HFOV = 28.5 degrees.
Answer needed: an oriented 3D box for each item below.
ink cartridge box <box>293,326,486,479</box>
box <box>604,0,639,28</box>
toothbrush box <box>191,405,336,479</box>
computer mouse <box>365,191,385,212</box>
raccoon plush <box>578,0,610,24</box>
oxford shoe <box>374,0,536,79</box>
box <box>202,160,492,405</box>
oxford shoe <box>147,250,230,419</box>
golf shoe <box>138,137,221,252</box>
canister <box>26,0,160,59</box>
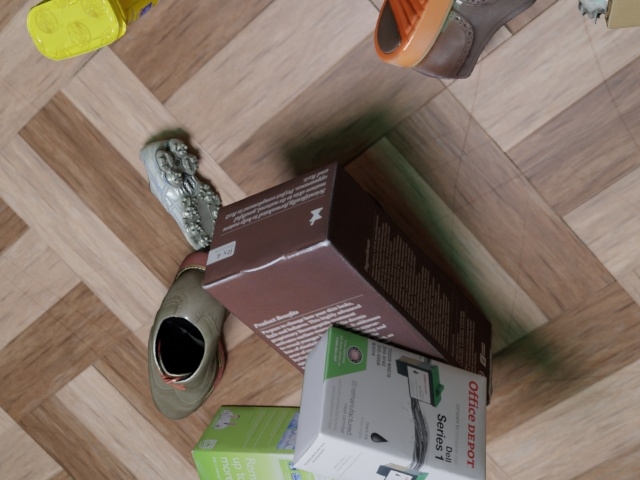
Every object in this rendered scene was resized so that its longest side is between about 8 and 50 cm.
[{"bbox_3d":[0.089,0.218,1.530,0.219,0.160,0.092,18,139,-14],"label":"ink cartridge box"},{"bbox_3d":[0.385,-0.271,1.219,0.201,0.021,0.164,-4,150,3],"label":"box"},{"bbox_3d":[-0.023,0.365,1.890,0.283,0.122,0.206,-2,118,21],"label":"toothbrush box"},{"bbox_3d":[0.000,0.000,1.702,0.188,0.072,0.272,40,136,-9],"label":"computer mouse"},{"bbox_3d":[0.449,-0.319,1.263,0.446,0.216,0.299,27,133,4],"label":"raccoon plush"},{"bbox_3d":[0.199,-0.343,1.411,0.132,0.130,0.364,16,123,-28],"label":"oxford shoe"},{"bbox_3d":[0.045,0.086,1.609,0.191,0.143,0.381,-20,135,30],"label":"box"},{"bbox_3d":[-0.209,0.166,1.823,0.123,0.130,0.348,22,136,7],"label":"oxford shoe"},{"bbox_3d":[-0.194,-0.063,1.753,0.086,0.069,0.176,7,125,47],"label":"golf shoe"},{"bbox_3d":[-0.269,-0.296,1.567,0.126,0.170,0.073,-13,113,27],"label":"canister"}]
